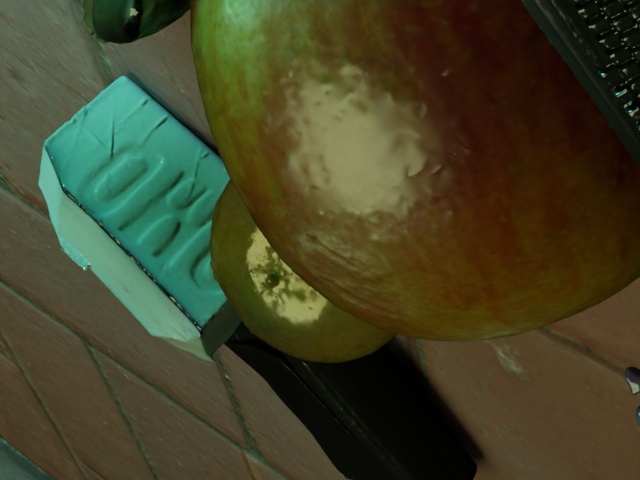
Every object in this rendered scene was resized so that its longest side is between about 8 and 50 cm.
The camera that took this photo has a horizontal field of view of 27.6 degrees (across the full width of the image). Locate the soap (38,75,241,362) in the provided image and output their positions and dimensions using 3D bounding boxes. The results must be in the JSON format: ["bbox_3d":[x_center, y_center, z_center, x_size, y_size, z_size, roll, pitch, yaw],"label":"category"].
[{"bbox_3d":[-0.140,-0.016,1.162,0.230,0.145,0.091,41,155,5],"label":"soap"}]

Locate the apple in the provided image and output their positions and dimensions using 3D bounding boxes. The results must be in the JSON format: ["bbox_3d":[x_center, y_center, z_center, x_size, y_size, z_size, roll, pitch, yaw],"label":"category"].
[{"bbox_3d":[0.065,-0.080,0.771,0.346,0.254,0.179,53,-166,-20],"label":"apple"}]

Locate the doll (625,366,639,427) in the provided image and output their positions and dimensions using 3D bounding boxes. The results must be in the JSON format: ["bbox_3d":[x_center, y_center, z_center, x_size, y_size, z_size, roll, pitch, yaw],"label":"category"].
[{"bbox_3d":[0.260,0.126,0.871,0.110,0.067,0.206,12,141,32],"label":"doll"}]

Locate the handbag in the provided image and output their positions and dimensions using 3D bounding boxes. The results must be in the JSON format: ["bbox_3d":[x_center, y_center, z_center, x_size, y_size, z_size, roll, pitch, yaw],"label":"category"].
[{"bbox_3d":[0.024,0.154,1.276,0.247,0.080,0.223,51,162,-21],"label":"handbag"}]

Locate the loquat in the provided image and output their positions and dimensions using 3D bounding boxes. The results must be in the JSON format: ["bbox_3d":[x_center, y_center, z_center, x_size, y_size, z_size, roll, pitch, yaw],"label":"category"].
[{"bbox_3d":[0.000,0.000,0.973,0.172,0.149,0.204,34,143,30],"label":"loquat"}]

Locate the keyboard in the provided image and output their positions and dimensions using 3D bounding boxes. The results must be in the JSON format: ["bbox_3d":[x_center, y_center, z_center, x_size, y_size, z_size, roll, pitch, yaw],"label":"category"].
[{"bbox_3d":[0.173,-0.093,0.652,0.094,0.025,0.230,-28,115,29],"label":"keyboard"}]

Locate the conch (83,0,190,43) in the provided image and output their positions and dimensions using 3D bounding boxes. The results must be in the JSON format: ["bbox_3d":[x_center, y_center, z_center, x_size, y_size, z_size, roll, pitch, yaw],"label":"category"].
[{"bbox_3d":[-0.125,-0.229,0.809,0.176,0.122,0.188,-105,-9,-70],"label":"conch"}]
